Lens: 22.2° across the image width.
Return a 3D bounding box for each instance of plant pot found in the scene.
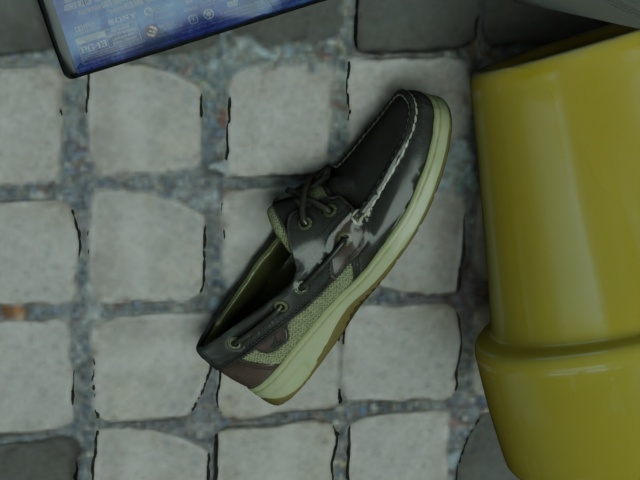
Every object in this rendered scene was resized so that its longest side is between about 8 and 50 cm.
[{"bbox_3d":[0.197,-0.008,0.963,0.254,0.254,0.239,-19,97,-4],"label":"plant pot"}]

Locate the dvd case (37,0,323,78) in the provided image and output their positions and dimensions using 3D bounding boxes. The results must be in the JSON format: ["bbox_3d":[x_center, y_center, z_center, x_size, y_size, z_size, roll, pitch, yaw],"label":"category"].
[{"bbox_3d":[-0.099,-0.234,0.926,0.180,0.022,0.253,-18,113,-3],"label":"dvd case"}]

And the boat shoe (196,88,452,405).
[{"bbox_3d":[-0.001,0.000,1.004,0.073,0.080,0.224,24,109,-24],"label":"boat shoe"}]

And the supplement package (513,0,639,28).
[{"bbox_3d":[0.121,-0.221,0.816,0.175,0.293,0.178,24,95,-19],"label":"supplement package"}]
